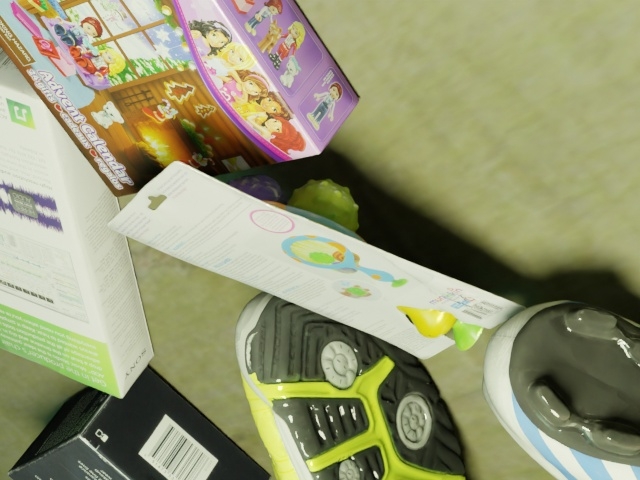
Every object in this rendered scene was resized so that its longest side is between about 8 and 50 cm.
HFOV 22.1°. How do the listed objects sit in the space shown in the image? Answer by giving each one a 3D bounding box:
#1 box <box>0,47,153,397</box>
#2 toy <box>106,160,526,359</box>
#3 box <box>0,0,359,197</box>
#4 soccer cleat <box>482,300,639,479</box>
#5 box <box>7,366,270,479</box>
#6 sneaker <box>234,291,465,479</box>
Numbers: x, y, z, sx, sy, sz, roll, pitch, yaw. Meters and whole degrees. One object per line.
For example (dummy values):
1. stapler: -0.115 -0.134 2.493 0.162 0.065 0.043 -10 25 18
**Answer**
1. box: -0.257 -0.033 1.245 0.232 0.058 0.322 19 140 22
2. toy: 0.000 0.000 1.028 0.237 0.056 0.137 26 154 -16
3. box: -0.133 -0.164 0.990 0.201 0.057 0.293 -10 124 45
4. soccer cleat: 0.244 0.143 1.001 0.331 0.116 0.143 34 167 -1
5. box: -0.155 0.200 1.388 0.156 0.093 0.158 44 143 -12
6. sneaker: 0.027 0.194 1.190 0.147 0.145 0.385 -2 128 41
